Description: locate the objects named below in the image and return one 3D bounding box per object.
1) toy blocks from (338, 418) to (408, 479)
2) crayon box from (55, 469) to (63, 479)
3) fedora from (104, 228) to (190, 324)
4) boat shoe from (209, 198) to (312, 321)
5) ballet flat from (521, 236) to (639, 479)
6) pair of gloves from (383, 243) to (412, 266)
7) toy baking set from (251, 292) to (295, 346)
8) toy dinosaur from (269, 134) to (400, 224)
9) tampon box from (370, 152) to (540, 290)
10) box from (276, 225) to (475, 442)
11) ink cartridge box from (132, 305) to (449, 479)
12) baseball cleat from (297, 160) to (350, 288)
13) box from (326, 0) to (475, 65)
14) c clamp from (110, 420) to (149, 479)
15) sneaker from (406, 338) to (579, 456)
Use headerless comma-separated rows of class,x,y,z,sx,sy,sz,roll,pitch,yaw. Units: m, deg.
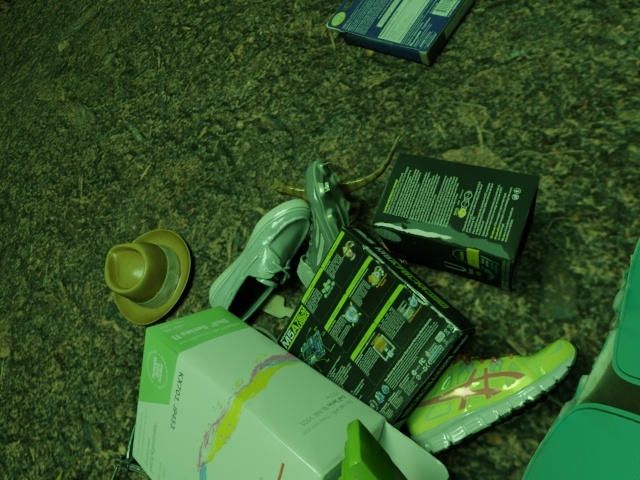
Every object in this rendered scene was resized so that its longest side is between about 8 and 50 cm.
toy blocks,0.037,0.373,0.350,0.261,0.190,0.381,-35,100,10
crayon box,-0.380,0.493,0.563,0.203,0.083,0.323,-58,23,-4
fedora,-0.326,0.054,0.783,0.195,0.079,0.194,-11,64,24
boat shoe,-0.080,0.043,0.650,0.227,0.079,0.081,-49,46,16
ballet flat,0.310,0.158,0.380,0.147,0.147,0.408,25,83,33
pair of gloves,0.087,0.024,0.623,0.083,0.010,0.074,-39,60,10
toy baking set,-0.033,0.181,0.607,0.197,0.030,0.256,-14,64,22
toy dinosaur,0.028,-0.072,0.632,0.212,0.112,0.064,-9,65,24
tampon box,0.163,-0.022,0.531,0.161,0.120,0.101,16,77,27
box,0.050,0.111,0.509,0.184,0.045,0.190,44,116,36
ink cartridge box,-0.062,0.248,0.494,0.354,0.119,0.206,24,110,34
baseball cleat,0.000,0.000,0.598,0.110,0.072,0.205,-17,92,34
box,0.131,-0.392,0.758,0.225,0.036,0.136,33,87,32
c clamp,-0.254,0.334,0.667,0.161,0.022,0.137,-7,61,27
sneaker,0.175,0.155,0.481,0.209,0.081,0.094,-34,56,12
